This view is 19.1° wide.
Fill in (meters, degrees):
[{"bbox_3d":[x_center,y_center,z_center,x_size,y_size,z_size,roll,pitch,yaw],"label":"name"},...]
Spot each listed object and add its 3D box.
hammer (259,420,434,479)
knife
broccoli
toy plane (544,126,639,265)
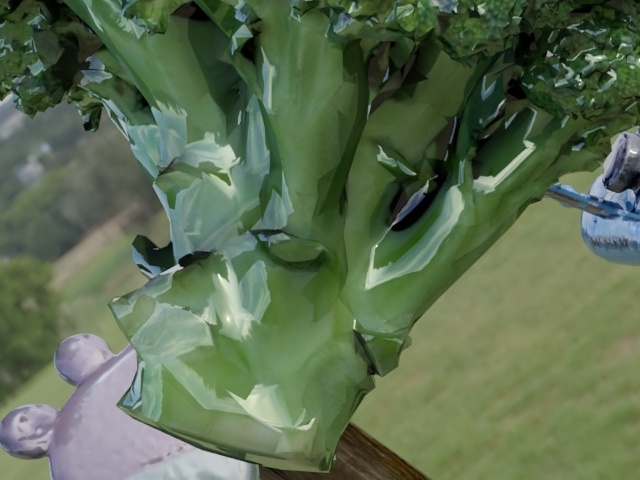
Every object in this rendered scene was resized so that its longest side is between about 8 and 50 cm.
[{"bbox_3d":[0.126,0.218,1.158,0.095,0.408,0.242,-46,14,48],"label":"hammer"},{"bbox_3d":[0.000,0.000,0.969,0.399,0.132,0.038,-50,-20,-27],"label":"knife"},{"bbox_3d":[-0.010,-0.060,0.639,0.270,0.270,0.270,160,120,-76],"label":"broccoli"},{"bbox_3d":[0.230,-0.020,1.324,0.271,0.254,0.105,-110,39,-76],"label":"toy plane"}]
